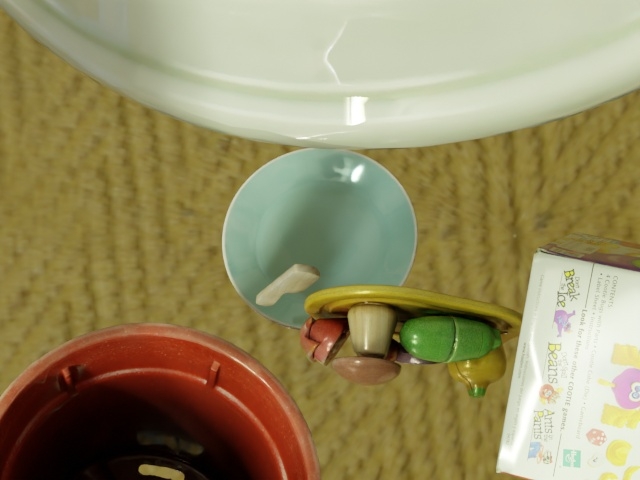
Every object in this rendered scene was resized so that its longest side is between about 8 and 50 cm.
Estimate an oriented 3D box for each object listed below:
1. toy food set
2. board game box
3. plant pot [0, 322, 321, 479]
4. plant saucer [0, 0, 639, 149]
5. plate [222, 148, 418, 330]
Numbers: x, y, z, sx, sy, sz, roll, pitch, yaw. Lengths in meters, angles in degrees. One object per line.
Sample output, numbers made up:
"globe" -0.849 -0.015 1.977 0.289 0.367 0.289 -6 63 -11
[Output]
"toy food set" 0.054 0.082 1.188 0.218 0.128 0.071 12 72 -23
"board game box" 0.267 0.094 0.963 0.275 0.142 0.144 12 99 18
"plant pot" -0.148 0.240 1.322 0.272 0.265 0.272 2 68 -6
"plant saucer" 0.016 -0.231 0.472 0.400 0.100 0.400 -5 76 20
"plate" 0.000 0.000 1.490 0.188 0.024 0.188 -2 70 6
